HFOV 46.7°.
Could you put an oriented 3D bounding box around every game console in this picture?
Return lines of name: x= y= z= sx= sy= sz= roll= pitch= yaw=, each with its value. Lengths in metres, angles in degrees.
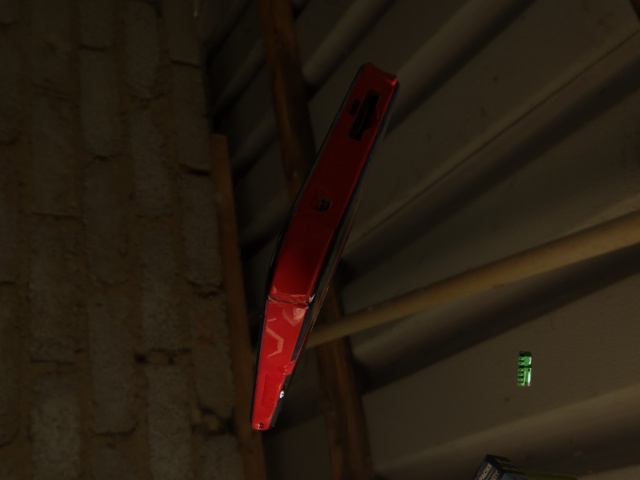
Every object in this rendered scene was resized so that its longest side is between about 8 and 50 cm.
game console: x=0.000 y=0.000 z=0.922 sx=0.342 sy=0.060 sz=0.387 roll=107 pitch=5 yaw=-47

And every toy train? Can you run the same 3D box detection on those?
toy train: x=0.345 y=0.217 z=1.250 sx=0.017 sy=0.023 sz=0.083 roll=-69 pitch=155 yaw=-46

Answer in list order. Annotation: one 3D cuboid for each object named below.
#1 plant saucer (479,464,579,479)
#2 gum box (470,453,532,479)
plant saucer: x=0.355 y=0.462 z=1.196 sx=0.045 sy=0.188 sz=0.188 roll=122 pitch=-24 yaw=-58
gum box: x=0.178 y=0.312 z=0.656 sx=0.184 sy=0.041 sz=0.157 roll=41 pitch=-74 yaw=49
